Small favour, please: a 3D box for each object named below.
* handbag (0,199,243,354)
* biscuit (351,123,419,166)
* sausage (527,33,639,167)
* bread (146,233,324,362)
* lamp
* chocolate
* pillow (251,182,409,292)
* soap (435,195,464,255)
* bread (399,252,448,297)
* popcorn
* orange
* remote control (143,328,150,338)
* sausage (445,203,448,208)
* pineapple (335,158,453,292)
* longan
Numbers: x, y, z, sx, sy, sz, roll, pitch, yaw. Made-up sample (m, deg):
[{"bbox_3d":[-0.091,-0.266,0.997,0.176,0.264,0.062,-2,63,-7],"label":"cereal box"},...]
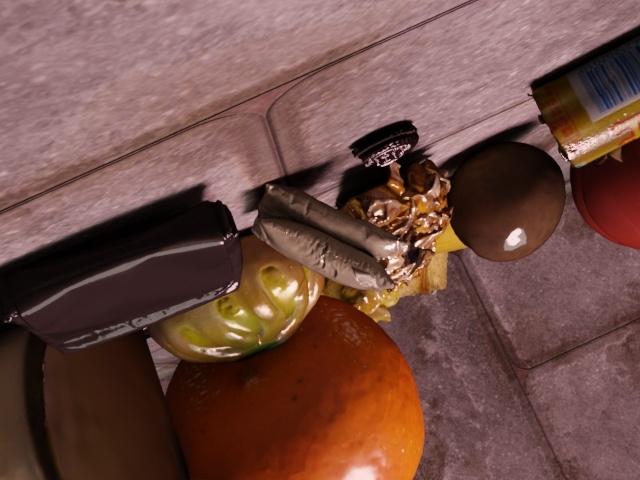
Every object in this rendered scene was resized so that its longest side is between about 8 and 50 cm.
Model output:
[{"bbox_3d":[-0.205,0.035,0.976,0.246,0.080,0.223,-21,165,-9],"label":"handbag"},{"bbox_3d":[0.074,-0.106,1.043,0.087,0.027,0.089,-23,172,-15],"label":"biscuit"},{"bbox_3d":[0.425,-0.205,1.126,0.317,0.117,0.125,-26,-179,14],"label":"sausage"},{"bbox_3d":[-0.132,0.088,1.251,0.260,0.158,0.156,-31,167,24],"label":"bread"},{"bbox_3d":[0.492,-0.127,1.285,0.303,0.257,0.303,-51,-167,16],"label":"lamp"},{"bbox_3d":[-0.375,0.259,1.162,0.297,0.314,0.326,-18,178,16],"label":"chocolate"},{"bbox_3d":[0.000,0.000,1.072,0.078,0.181,0.134,-66,-172,-10],"label":"pillow"},{"bbox_3d":[0.305,-0.060,1.747,0.306,0.115,0.427,-23,173,21],"label":"soap"},{"bbox_3d":[0.194,0.020,1.947,0.266,0.141,0.178,-6,120,-63],"label":"bread"},{"bbox_3d":[0.058,0.069,1.722,0.195,0.169,0.173,13,-157,25],"label":"popcorn"},{"bbox_3d":[-0.042,0.287,1.412,0.423,0.424,0.326,-27,133,14],"label":"orange"},{"bbox_3d":[-0.131,0.070,1.460,0.398,0.062,0.144,-19,170,-25],"label":"remote control"},{"bbox_3d":[0.126,-0.025,1.481,0.098,0.098,0.238,-20,174,-33],"label":"sausage"},{"bbox_3d":[0.125,-0.024,1.265,0.161,0.158,0.334,-24,172,-7],"label":"pineapple"},{"bbox_3d":[0.289,-0.062,1.424,0.198,0.198,0.212,-28,-176,22],"label":"longan"}]
